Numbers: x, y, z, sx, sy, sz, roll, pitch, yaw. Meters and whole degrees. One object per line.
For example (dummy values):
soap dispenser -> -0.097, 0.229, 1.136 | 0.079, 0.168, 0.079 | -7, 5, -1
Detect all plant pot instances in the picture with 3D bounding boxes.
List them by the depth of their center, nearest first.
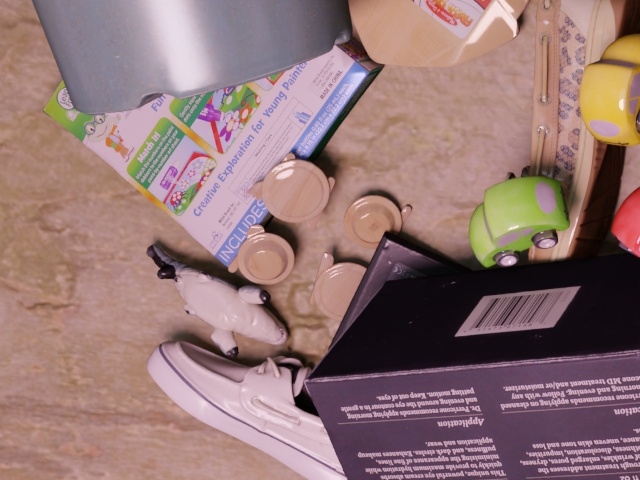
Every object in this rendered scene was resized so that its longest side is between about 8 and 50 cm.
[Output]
plant pot -> -0.133, -0.299, 1.569 | 0.341, 0.341, 0.334 | -10, 104, 22

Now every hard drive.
hard drive -> 0.076, 0.070, 1.761 | 0.094, 0.022, 0.135 | 24, 111, -2

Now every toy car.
toy car -> 0.207, -0.042, 1.537 | 0.225, 0.053, 0.239 | -28, 56, 32

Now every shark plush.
shark plush -> -0.108, 0.060, 1.816 | 0.161, 0.067, 0.073 | 21, 98, 18

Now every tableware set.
tableware set -> 0.000, 0.000, 1.760 | 0.168, 0.020, 0.141 | 23, 113, -12

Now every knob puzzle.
knob puzzle -> 0.104, -0.243, 1.685 | 0.213, 0.030, 0.213 | 5, 104, 19

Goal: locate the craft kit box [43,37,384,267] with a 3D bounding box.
craft kit box -> -0.107, -0.146, 1.775 | 0.246, 0.061, 0.250 | 40, 112, 5

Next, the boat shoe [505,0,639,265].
boat shoe -> 0.218, -0.086, 1.647 | 0.089, 0.104, 0.285 | 13, 97, 22

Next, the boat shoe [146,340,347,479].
boat shoe -> -0.040, 0.157, 1.799 | 0.267, 0.096, 0.088 | 31, 107, 10

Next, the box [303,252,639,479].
box -> 0.213, 0.192, 1.597 | 0.343, 0.179, 0.312 | -7, 115, 33
